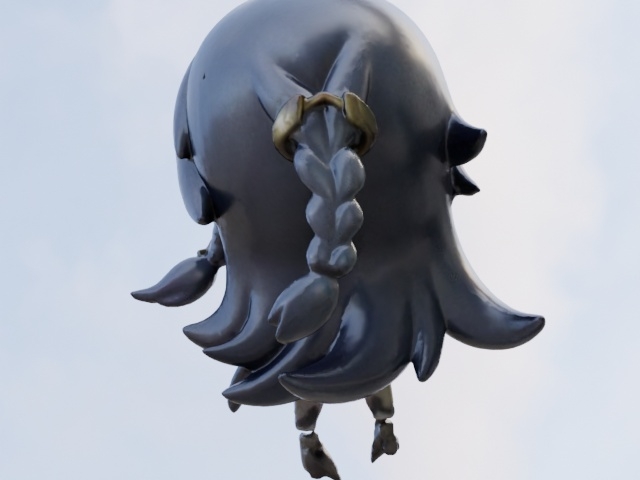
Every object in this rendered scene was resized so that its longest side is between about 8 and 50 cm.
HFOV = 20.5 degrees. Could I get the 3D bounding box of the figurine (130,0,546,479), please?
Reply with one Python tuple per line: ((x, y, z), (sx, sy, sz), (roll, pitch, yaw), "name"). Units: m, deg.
((0.006, -0.014, 1.003), (0.175, 0.265, 0.197), (-11, -21, -33), "figurine")
